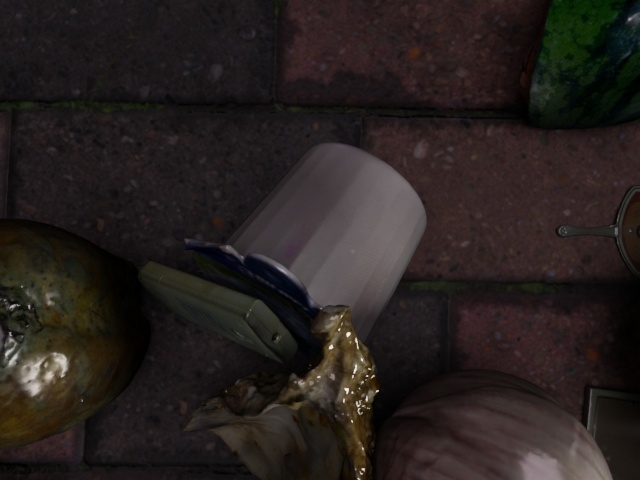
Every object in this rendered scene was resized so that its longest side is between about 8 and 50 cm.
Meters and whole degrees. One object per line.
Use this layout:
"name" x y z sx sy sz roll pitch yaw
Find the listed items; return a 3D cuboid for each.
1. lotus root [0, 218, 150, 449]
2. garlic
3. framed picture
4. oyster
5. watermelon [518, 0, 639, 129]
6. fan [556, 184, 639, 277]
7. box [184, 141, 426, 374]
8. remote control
"lotus root" -0.328 0.096 0.591 0.250 0.346 0.251 1 82 -6
"garlic" 0.166 0.278 0.592 0.259 0.317 0.318 9 85 28
"framed picture" 0.495 0.323 0.734 0.289 0.020 0.212 8 86 0
"oyster" -0.020 0.216 0.585 0.204 0.396 0.111 49 50 3
"watermelon" 0.412 -0.247 0.718 0.291 0.319 0.222 12 120 7
"fan" 0.442 -0.013 0.763 0.219 0.009 0.132 1 85 -1
"box" 0.000 0.000 0.631 0.262 0.291 0.206 29 68 14
"remote control" -0.131 0.081 0.653 0.233 0.098 0.038 14 58 42
